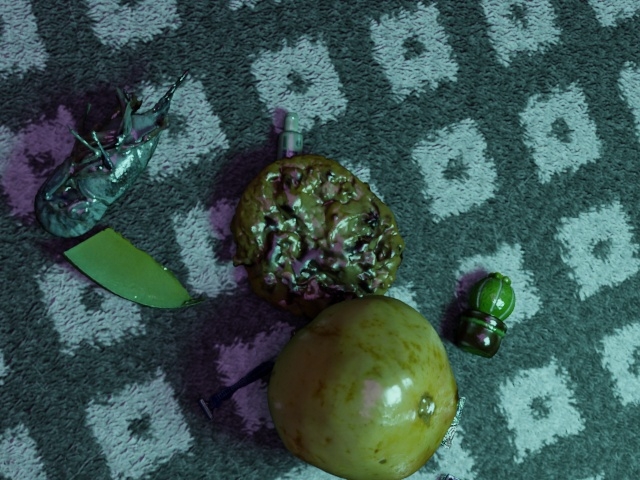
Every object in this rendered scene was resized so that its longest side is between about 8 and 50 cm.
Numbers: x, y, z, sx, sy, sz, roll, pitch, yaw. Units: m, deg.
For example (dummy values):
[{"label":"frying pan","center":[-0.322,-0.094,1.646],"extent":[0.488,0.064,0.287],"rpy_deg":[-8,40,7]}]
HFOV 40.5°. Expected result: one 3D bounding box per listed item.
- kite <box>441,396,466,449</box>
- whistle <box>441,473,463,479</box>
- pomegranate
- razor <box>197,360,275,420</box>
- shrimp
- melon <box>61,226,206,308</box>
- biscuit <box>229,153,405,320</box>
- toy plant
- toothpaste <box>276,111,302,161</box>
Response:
[{"label":"kite","center":[0.224,0.334,1.682],"extent":[0.139,0.011,0.156],"rpy_deg":[-20,91,-17]},{"label":"whistle","center":[0.310,0.499,1.679],"extent":[0.176,0.033,0.033],"rpy_deg":[28,80,-11]},{"label":"pomegranate","center":[0.067,0.247,1.508],"extent":[0.342,0.342,0.342],"rpy_deg":[1,86,-14]},{"label":"razor","center":[-0.150,0.264,1.579],"extent":[0.154,0.028,0.044],"rpy_deg":[-33,94,-13]},{"label":"shrimp","center":[-0.359,-0.166,1.485],"extent":[0.137,0.172,0.372],"rpy_deg":[30,86,-5]},{"label":"melon","center":[-0.328,0.059,1.551],"extent":[0.262,0.053,0.114],"rpy_deg":[28,61,-15]},{"label":"biscuit","center":[-0.002,0.004,1.595],"extent":[0.334,0.081,0.289],"rpy_deg":[35,85,-13]},{"label":"toy plant","center":[0.323,0.140,1.680],"extent":[0.093,0.093,0.162],"rpy_deg":[24,76,-12]},{"label":"toothpaste","center":[-0.059,-0.113,1.629],"extent":[0.067,0.037,0.255],"rpy_deg":[3,89,-16]}]
